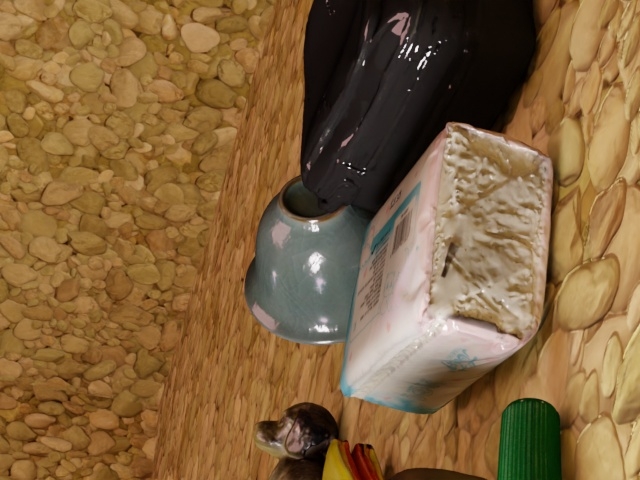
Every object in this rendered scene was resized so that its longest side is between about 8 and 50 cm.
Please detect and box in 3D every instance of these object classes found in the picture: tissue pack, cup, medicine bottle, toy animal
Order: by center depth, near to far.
[{"bbox_3d":[0.154,0.236,1.047,0.095,0.064,0.260,-33,37,40],"label":"medicine bottle"},{"bbox_3d":[0.113,0.036,1.314,0.271,0.124,0.201,124,154,-66],"label":"tissue pack"},{"bbox_3d":[0.000,0.000,1.634,0.150,0.199,0.199,82,-173,-46],"label":"cup"},{"bbox_3d":[-0.030,0.318,1.815,0.168,0.121,0.233,-64,18,18],"label":"toy animal"}]

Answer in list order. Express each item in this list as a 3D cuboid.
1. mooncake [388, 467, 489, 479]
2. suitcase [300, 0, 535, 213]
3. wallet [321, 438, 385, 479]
[{"bbox_3d":[0.093,0.302,1.164,0.235,0.117,0.234,-166,90,-78],"label":"mooncake"},{"bbox_3d":[0.105,-0.223,1.528,0.345,0.188,0.339,-87,19,-44],"label":"suitcase"},{"bbox_3d":[0.033,0.361,1.585,0.141,0.067,0.241,-117,35,-65],"label":"wallet"}]
